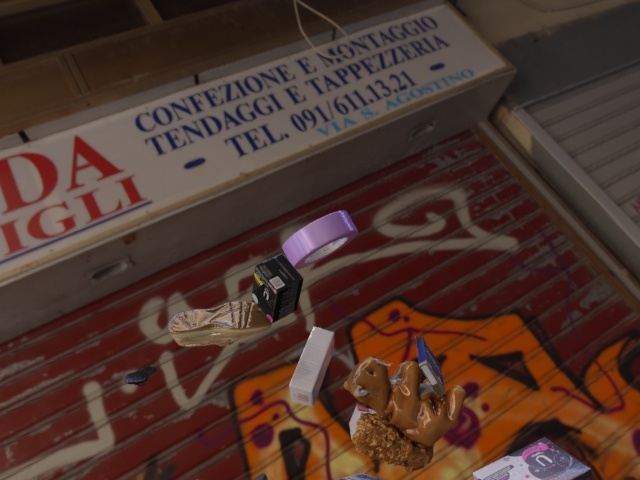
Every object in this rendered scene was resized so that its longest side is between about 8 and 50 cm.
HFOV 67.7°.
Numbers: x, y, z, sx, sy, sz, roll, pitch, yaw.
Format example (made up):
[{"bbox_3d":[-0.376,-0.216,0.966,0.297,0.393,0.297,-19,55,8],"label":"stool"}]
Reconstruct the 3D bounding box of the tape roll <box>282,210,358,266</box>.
[{"bbox_3d":[0.000,0.000,1.748,0.274,0.090,0.275,-28,-11,-6],"label":"tape roll"}]

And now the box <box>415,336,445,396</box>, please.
[{"bbox_3d":[0.396,0.444,1.735,0.036,0.137,0.225,-30,10,14],"label":"box"}]

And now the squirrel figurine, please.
[{"bbox_3d":[0.254,0.619,1.732,0.281,0.370,0.398,171,122,-79],"label":"squirrel figurine"}]

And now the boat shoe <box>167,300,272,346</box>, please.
[{"bbox_3d":[-0.316,0.280,1.559,0.340,0.122,0.110,-4,-49,3],"label":"boat shoe"}]

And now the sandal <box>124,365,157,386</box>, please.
[{"bbox_3d":[-0.616,0.476,1.646,0.179,0.067,0.040,35,-108,-86],"label":"sandal"}]

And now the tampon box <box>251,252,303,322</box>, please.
[{"bbox_3d":[-0.134,0.148,1.464,0.101,0.120,0.161,-24,-35,-32],"label":"tampon box"}]

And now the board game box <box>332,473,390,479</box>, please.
[{"bbox_3d":[0.119,0.871,1.587,0.301,0.086,0.308,5,-16,-32],"label":"board game box"}]

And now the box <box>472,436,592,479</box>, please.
[{"bbox_3d":[0.545,0.644,1.224,0.247,0.142,0.163,-16,13,-16],"label":"box"}]

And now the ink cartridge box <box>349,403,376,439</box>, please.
[{"bbox_3d":[0.285,0.904,2.255,0.197,0.272,0.114,-128,61,-89],"label":"ink cartridge box"}]

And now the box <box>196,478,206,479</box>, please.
[{"bbox_3d":[-0.403,1.099,1.973,0.261,0.185,0.103,-10,28,29],"label":"box"}]

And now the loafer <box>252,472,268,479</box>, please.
[{"bbox_3d":[-0.188,0.744,1.318,0.096,0.084,0.267,-40,-6,11],"label":"loafer"}]

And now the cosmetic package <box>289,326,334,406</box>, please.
[{"bbox_3d":[-0.025,0.420,1.602,0.118,0.085,0.231,90,-162,-47],"label":"cosmetic package"}]
